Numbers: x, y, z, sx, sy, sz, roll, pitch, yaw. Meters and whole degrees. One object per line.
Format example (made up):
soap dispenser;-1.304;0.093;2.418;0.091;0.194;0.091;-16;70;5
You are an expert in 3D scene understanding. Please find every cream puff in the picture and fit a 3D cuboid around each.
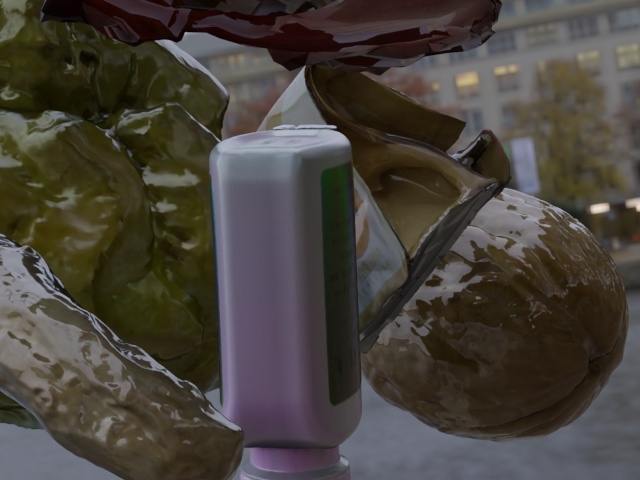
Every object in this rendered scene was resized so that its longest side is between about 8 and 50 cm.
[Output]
cream puff;-0.192;-0.047;1.108;0.378;0.275;0.378;14;15;-4

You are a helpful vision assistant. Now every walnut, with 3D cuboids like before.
walnut;0.179;0.078;1.748;0.313;0.277;0.252;28;10;34

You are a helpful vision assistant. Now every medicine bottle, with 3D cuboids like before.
medicine bottle;-0.017;0.049;0.883;0.078;0.219;0.115;0;10;10

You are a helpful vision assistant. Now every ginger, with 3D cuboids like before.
ginger;-0.095;0.036;0.529;0.069;0.051;0.173;45;-7;-40

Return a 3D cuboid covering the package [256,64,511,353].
package;0.028;-0.004;1.458;0.165;0.221;0.311;-17;-24;-35

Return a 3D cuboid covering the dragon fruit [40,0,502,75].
dragon fruit;-0.012;-0.203;0.540;0.296;0.295;0.302;-11;-26;43
